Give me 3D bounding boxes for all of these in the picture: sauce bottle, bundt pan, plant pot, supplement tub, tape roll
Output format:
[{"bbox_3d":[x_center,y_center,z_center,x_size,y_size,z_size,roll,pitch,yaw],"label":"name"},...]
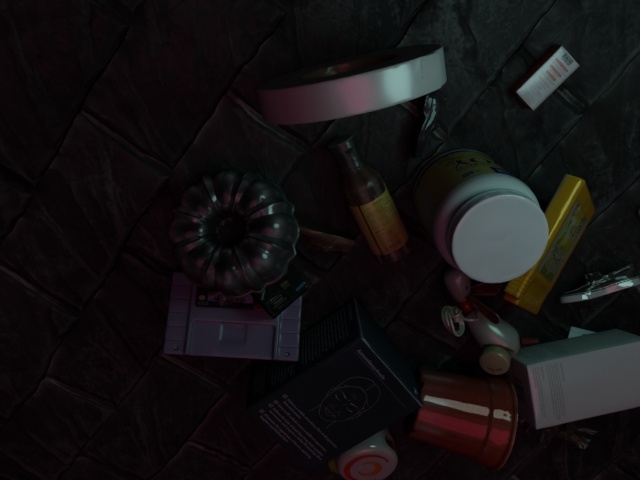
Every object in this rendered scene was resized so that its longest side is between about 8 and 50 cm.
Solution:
[{"bbox_3d":[0.124,-0.103,1.313,0.112,0.111,0.344,-24,114,8],"label":"sauce bottle"},{"bbox_3d":[-0.220,-0.024,1.245,0.331,0.124,0.330,-1,84,5],"label":"bundt pan"},{"bbox_3d":[0.395,0.504,1.526,0.265,0.272,0.272,14,112,1],"label":"plant pot"},{"bbox_3d":[0.365,-0.065,1.220,0.241,0.331,0.240,-1,114,-3],"label":"supplement tub"},{"bbox_3d":[0.062,-0.325,1.062,0.392,0.392,0.071,-12,113,2],"label":"tape roll"}]

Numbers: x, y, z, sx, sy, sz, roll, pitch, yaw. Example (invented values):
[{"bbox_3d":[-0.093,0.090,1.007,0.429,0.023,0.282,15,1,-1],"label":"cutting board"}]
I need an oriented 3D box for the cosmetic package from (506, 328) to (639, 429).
[{"bbox_3d":[0.745,0.393,1.492,0.366,0.155,0.196,-9,94,-6],"label":"cosmetic package"}]

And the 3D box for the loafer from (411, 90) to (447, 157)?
[{"bbox_3d":[0.265,-0.283,1.270,0.061,0.062,0.170,6,115,-10],"label":"loafer"}]

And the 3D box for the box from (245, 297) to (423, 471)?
[{"bbox_3d":[0.034,0.413,1.480,0.396,0.212,0.293,-34,111,13],"label":"box"}]

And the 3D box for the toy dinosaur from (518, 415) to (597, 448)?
[{"bbox_3d":[0.704,0.542,1.639,0.160,0.121,0.313,-41,98,-3],"label":"toy dinosaur"}]

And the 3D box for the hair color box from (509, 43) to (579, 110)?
[{"bbox_3d":[0.537,-0.391,1.243,0.072,0.043,0.141,39,108,-17],"label":"hair color box"}]

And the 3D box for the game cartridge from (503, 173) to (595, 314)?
[{"bbox_3d":[0.574,0.026,1.288,0.285,0.053,0.323,21,95,-56],"label":"game cartridge"}]

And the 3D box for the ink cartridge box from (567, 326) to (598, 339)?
[{"bbox_3d":[0.798,0.359,1.597,0.146,0.045,0.179,14,94,-8],"label":"ink cartridge box"}]

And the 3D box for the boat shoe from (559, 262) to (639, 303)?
[{"bbox_3d":[0.784,0.123,1.471,0.220,0.078,0.070,-19,79,9],"label":"boat shoe"}]

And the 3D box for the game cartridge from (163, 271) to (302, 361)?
[{"bbox_3d":[-0.229,0.201,1.395,0.355,0.068,0.230,4,80,-5],"label":"game cartridge"}]

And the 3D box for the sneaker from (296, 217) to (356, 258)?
[{"bbox_3d":[0.000,0.000,1.377,0.189,0.066,0.071,18,113,-9],"label":"sneaker"}]

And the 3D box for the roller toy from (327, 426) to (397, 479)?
[{"bbox_3d":[0.140,0.650,1.625,0.210,0.146,0.191,15,121,-15],"label":"roller toy"}]

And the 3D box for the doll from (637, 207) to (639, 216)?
[{"bbox_3d":[0.921,-0.134,1.372,0.129,0.046,0.189,27,116,-23],"label":"doll"}]

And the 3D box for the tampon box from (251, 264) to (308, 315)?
[{"bbox_3d":[-0.130,0.104,1.347,0.120,0.101,0.161,-40,83,-13],"label":"tampon box"}]

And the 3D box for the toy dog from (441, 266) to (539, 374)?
[{"bbox_3d":[0.481,0.214,1.434,0.161,0.220,0.333,-24,124,32],"label":"toy dog"}]
